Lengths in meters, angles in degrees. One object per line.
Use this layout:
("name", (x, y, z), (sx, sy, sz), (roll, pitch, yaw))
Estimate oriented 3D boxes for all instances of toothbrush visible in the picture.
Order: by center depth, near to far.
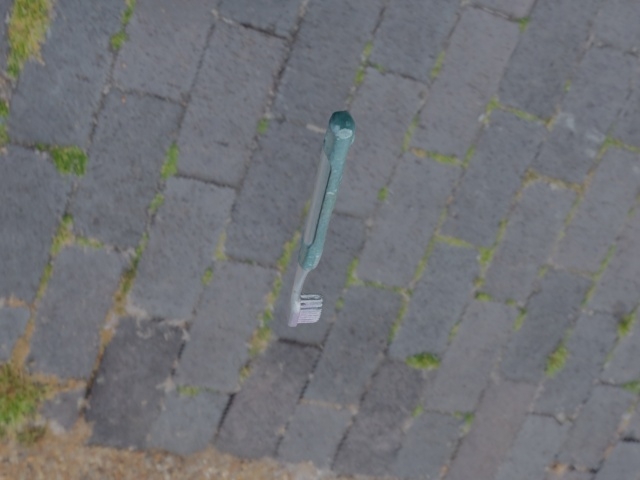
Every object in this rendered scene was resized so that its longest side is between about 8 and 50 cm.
("toothbrush", (0.000, 0.000, 0.363), (0.014, 0.011, 0.167), (-1, 156, -7))
